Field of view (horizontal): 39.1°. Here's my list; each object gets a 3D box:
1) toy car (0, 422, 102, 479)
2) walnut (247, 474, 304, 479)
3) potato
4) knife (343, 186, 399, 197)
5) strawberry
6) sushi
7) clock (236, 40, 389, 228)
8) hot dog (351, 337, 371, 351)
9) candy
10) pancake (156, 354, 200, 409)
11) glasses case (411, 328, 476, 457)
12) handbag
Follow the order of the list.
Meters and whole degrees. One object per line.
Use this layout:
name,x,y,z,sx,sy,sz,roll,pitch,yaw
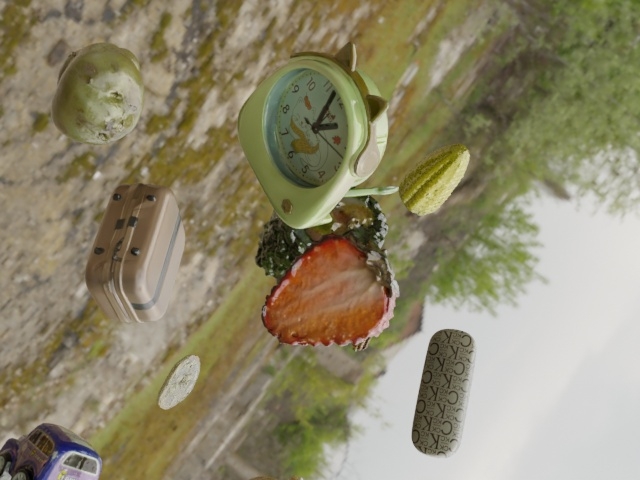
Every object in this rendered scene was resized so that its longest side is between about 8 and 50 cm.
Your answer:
toy car,-0.585,0.483,1.950,0.172,0.235,0.158,36,78,-45
walnut,-0.069,0.592,1.738,0.285,0.296,0.285,7,90,-82
potato,-0.511,-0.351,2.109,0.351,0.202,0.218,-103,-158,-65
knife,0.125,-0.124,2.285,0.184,0.022,0.026,-7,-172,-26
strawberry,0.020,0.095,1.528,0.236,0.190,0.111,-26,169,13
sushi,0.000,0.000,2.283,0.178,0.294,0.352,-55,-176,40
clock,0.003,-0.212,1.714,0.117,0.286,0.348,-12,158,-46
hot dog,0.116,0.231,2.306,0.037,0.049,0.122,43,-64,59
candy,0.239,-0.135,1.836,0.106,0.094,0.199,-14,159,-30
pancake,-0.358,0.355,2.272,0.158,0.028,0.158,-48,156,-30
glasses case,0.339,0.415,2.466,0.085,0.137,0.355,52,48,-63
handbag,-0.404,0.050,2.034,0.283,0.149,0.302,84,9,-49
